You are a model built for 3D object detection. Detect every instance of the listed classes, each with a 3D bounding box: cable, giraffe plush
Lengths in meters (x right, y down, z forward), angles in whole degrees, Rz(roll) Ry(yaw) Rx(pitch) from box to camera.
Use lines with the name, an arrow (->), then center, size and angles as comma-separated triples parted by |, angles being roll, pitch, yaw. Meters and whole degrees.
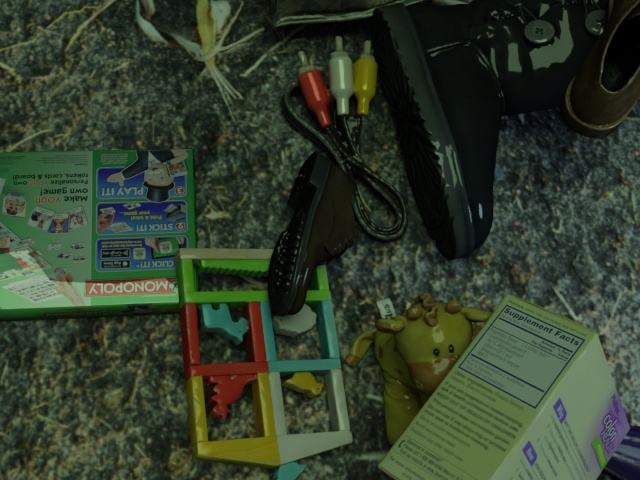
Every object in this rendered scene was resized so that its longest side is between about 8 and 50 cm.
cable -> 0.030, -0.133, 1.228 | 0.139, 0.072, 0.287 | -11, 70, -5
giraffe plush -> 0.136, 0.133, 1.081 | 0.181, 0.170, 0.210 | -33, 75, -17

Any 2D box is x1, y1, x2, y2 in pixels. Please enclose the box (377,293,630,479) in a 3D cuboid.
box -> 0.209, 0.225, 1.009 | 0.117, 0.213, 0.243 | 26, 69, 42

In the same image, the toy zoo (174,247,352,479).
toy zoo -> -0.067, 0.150, 1.102 | 0.192, 0.030, 0.293 | 1, 67, -23

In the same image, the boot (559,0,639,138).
boot -> 0.400, -0.268, 1.124 | 0.112, 0.115, 0.305 | 29, 70, 8

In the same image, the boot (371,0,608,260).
boot -> 0.328, -0.192, 1.230 | 0.445, 0.146, 0.367 | -12, 75, -9

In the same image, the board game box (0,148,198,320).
board game box -> -0.314, -0.009, 1.156 | 0.317, 0.046, 0.214 | -1, 70, -7

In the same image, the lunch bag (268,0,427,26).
lunch bag -> 0.057, -0.436, 1.284 | 0.286, 0.169, 0.235 | -8, 57, -7

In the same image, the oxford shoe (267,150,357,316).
oxford shoe -> 0.000, 0.000, 1.134 | 0.096, 0.083, 0.227 | 29, 59, -18

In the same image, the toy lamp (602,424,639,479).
toy lamp -> 0.455, 0.287, 1.109 | 0.274, 0.080, 0.080 | 20, 68, -1
